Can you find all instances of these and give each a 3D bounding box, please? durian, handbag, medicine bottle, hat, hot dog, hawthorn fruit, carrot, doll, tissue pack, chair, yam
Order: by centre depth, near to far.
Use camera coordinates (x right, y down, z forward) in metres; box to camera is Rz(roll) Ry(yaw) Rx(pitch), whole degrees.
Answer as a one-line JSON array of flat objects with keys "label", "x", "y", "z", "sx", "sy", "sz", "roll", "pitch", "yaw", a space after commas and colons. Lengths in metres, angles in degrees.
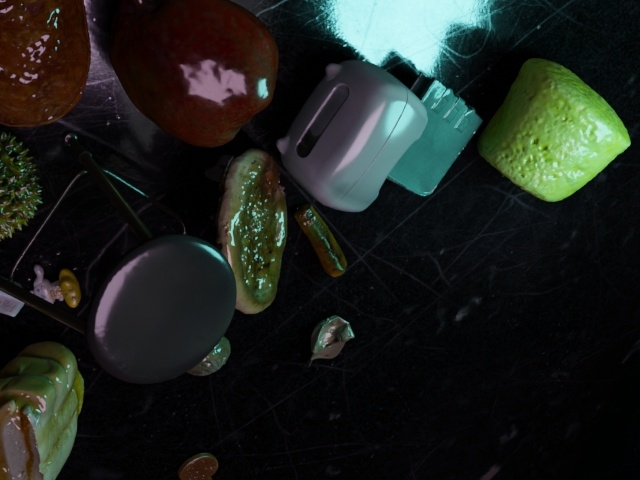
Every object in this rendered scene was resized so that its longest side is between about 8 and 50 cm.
[{"label": "hot dog", "x": -0.546, "y": -0.384, "z": 1.434, "sx": 0.267, "sy": 0.174, "sz": 0.387, "roll": -15, "pitch": 138, "yaw": -18}, {"label": "durian", "x": -0.670, "y": -0.103, "z": 1.502, "sx": 0.225, "sy": 0.291, "sz": 0.291, "roll": -31, "pitch": 136, "yaw": 15}, {"label": "hawthorn fruit", "x": -0.249, "y": -0.338, "z": 1.566, "sx": 0.325, "sy": 0.308, "sz": 0.308, "roll": 10, "pitch": 117, "yaw": -25}, {"label": "chair", "x": -0.403, "y": 0.068, "z": 1.634, "sx": 0.362, "sy": 0.410, "sz": 0.364, "roll": 37, "pitch": 86, "yaw": -43}, {"label": "medicine bottle", "x": -0.715, "y": 0.114, "z": 1.759, "sx": 0.118, "sy": 0.074, "sz": 0.055, "roll": 29, "pitch": 105, "yaw": -42}, {"label": "doll", "x": -0.611, "y": 0.106, "z": 1.836, "sx": 0.113, "sy": 0.071, "sz": 0.135, "roll": -29, "pitch": 121, "yaw": 9}, {"label": "tissue pack", "x": 0.065, "y": -0.246, "z": 1.859, "sx": 0.236, "sy": 0.229, "sz": 0.333, "roll": 20, "pitch": 110, "yaw": -46}, {"label": "hat", "x": -0.230, "y": -0.173, "z": 1.874, "sx": 0.087, "sy": 0.042, "sz": 0.058, "roll": -27, "pitch": 136, "yaw": 37}, {"label": "yam", "x": -0.385, "y": 0.238, "z": 2.017, "sx": 0.133, "sy": 0.133, "sz": 0.330, "roll": -49, "pitch": 130, "yaw": 9}, {"label": "handbag", "x": 0.256, "y": -0.267, "z": 2.043, "sx": 0.269, "sy": 0.100, "sz": 0.274, "roll": 19, "pitch": 107, "yaw": -49}, {"label": "carrot", "x": 0.000, "y": 0.000, "z": 2.120, "sx": 0.070, "sy": 0.070, "sz": 0.260, "roll": -35, "pitch": 133, "yaw": -4}, {"label": "hat", "x": -0.001, "y": 0.299, "z": 2.349, "sx": 0.147, "sy": 0.085, "sz": 0.175, "roll": -15, "pitch": 153, "yaw": -36}]

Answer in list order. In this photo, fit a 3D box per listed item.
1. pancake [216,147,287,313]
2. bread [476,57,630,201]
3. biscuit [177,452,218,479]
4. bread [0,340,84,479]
[{"label": "pancake", "x": -0.150, "y": -0.031, "z": 1.855, "sx": 0.071, "sy": 0.382, "sz": 0.382, "roll": 2, "pitch": 133, "yaw": 17}, {"label": "bread", "x": 0.599, "y": -0.280, "z": 2.103, "sx": 0.348, "sy": 0.348, "sz": 0.307, "roll": 24, "pitch": 114, "yaw": -41}, {"label": "biscuit", "x": -0.377, "y": 0.712, "z": 2.444, "sx": 0.124, "sy": 0.026, "sz": 0.175, "roll": -2, "pitch": 123, "yaw": -29}, {"label": "bread", "x": -0.683, "y": 0.399, "z": 1.858, "sx": 0.210, "sy": 0.341, "sz": 0.300, "roll": 7, "pitch": 116, "yaw": 1}]
